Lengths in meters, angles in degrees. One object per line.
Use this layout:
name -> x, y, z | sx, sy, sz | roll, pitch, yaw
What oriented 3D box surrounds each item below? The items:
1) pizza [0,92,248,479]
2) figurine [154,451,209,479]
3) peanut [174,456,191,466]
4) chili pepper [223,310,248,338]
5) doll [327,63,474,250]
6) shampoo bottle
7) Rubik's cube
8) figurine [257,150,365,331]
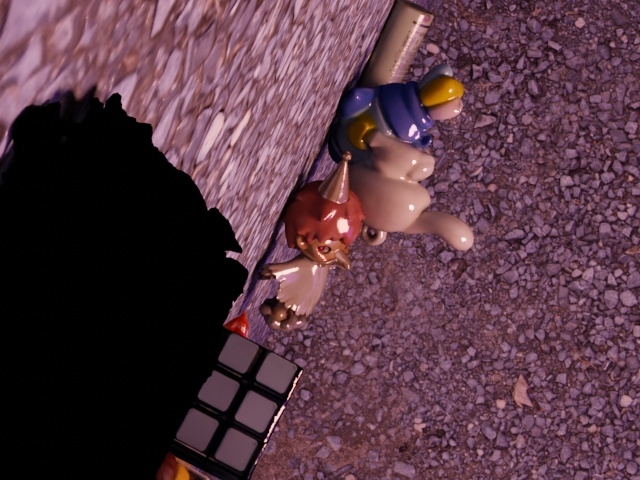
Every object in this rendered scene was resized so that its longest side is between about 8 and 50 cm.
pizza -> -0.139, 0.104, 0.589 | 0.392, 0.080, 0.435 | -51, 164, -73
figurine -> -0.218, 0.322, 1.014 | 0.174, 0.116, 0.240 | -59, -179, -42
peanut -> -0.225, 0.324, 1.401 | 0.174, 0.080, 0.080 | -61, 179, 21
chili pepper -> -0.172, 0.206, 1.469 | 0.191, 0.059, 0.050 | -62, 170, 6
doll -> 0.134, -0.168, 1.695 | 0.187, 0.376, 0.365 | -32, 129, -75
shampoo bottle -> 0.144, -0.373, 1.818 | 0.262, 0.085, 0.085 | -64, 178, 24
Rubik's cube -> -0.131, 0.207, 1.086 | 0.163, 0.161, 0.162 | -62, 178, -21
figurine -> 0.000, 0.000, 1.628 | 0.207, 0.166, 0.387 | -10, 135, -50
